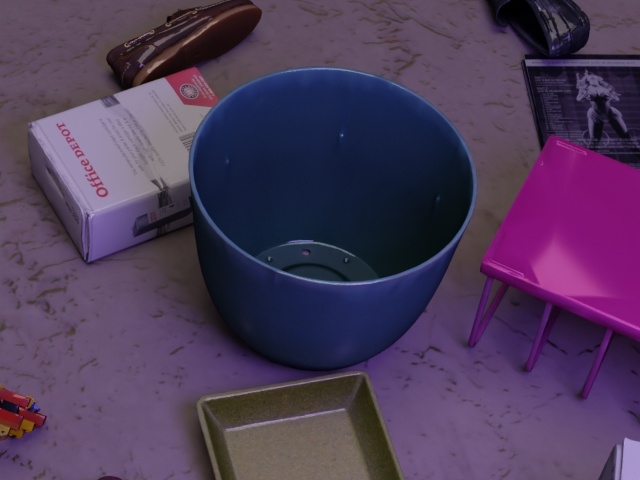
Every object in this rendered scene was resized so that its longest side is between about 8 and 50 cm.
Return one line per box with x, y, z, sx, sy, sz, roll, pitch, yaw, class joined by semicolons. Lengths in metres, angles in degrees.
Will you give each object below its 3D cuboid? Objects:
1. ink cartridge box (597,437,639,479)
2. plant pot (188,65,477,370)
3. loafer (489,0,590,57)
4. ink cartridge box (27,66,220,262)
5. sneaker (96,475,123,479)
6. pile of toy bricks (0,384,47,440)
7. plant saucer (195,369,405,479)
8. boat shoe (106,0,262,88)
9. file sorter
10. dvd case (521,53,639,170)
0.400;0.323;1.531;0.307;0.223;0.129;12;52;2;ink cartridge box
0.000;0.000;1.729;0.293;0.235;0.293;4;51;-5;plant pot
0.254;-0.315;2.115;0.078;0.076;0.223;-27;56;-26;loafer
-0.205;-0.089;1.865;0.218;0.092;0.158;-21;57;-24;ink cartridge box
-0.204;0.297;1.560;0.069;0.084;0.185;2;52;-6;sneaker
-0.391;0.176;1.633;0.212;0.118;0.105;20;83;-3;pile of toy bricks
-0.018;0.233;1.661;0.188;0.045;0.188;-8;53;-15;plant saucer
-0.169;-0.254;2.014;0.207;0.073;0.073;-32;64;-29;boat shoe
0.330;0.064;1.757;0.291;0.182;0.202;24;53;12;file sorter
0.349;-0.150;2.037;0.164;0.018;0.221;-1;52;-7;dvd case
